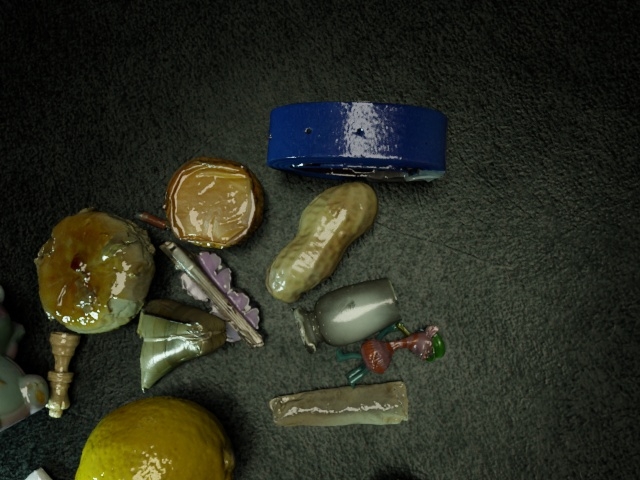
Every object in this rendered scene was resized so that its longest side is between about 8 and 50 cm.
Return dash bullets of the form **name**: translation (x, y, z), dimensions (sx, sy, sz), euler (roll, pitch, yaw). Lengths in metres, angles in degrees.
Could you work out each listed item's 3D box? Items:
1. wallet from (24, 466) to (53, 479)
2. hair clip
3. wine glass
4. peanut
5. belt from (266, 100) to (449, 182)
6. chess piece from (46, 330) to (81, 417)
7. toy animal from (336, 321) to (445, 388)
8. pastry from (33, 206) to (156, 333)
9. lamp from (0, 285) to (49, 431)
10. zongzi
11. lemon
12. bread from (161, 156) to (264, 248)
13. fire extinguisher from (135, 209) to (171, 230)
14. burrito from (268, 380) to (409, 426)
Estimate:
- **wallet**: translation (-0.535, 0.553, 1.328), dimensions (0.190, 0.033, 0.095), euler (45, 89, 7)
- **hair clip**: translation (-0.212, 0.102, 1.342), dimensions (0.106, 0.084, 0.292), euler (-41, 88, -6)
- **wine glass**: translation (0.054, 0.146, 1.300), dimensions (0.204, 0.111, 0.111), euler (-19, 83, 2)
- **peanut**: translation (0.000, 0.000, 1.314), dimensions (0.130, 0.130, 0.290), euler (37, 85, 6)
- **belt**: translation (0.071, -0.185, 1.288), dimensions (0.347, 0.212, 0.117), euler (2, 83, 7)
- **chess piece**: translation (-0.528, 0.273, 1.349), dimensions (0.060, 0.060, 0.172), euler (6, 84, 4)
- **toy animal**: translation (0.136, 0.215, 1.308), dimensions (0.208, 0.100, 0.103), euler (-22, 43, 2)
- **pastry**: translation (-0.450, 0.064, 1.310), dimensions (0.257, 0.121, 0.236), euler (-47, 67, 6)
- **lamp**: translation (-0.696, 0.240, 1.301), dimensions (0.247, 0.247, 0.301), euler (-29, 89, 39)
- **zongzi**: translation (-0.280, 0.223, 1.305), dimensions (0.194, 0.099, 0.197), euler (9, 92, 34)
- **lemon**: translation (-0.299, 0.421, 1.216), dimensions (0.293, 0.293, 0.293), euler (0, 84, 3)
- **bread**: translation (-0.210, -0.075, 1.347), dimensions (0.199, 0.104, 0.199), euler (0, 87, 6)
- **fire extinguisher**: translation (-0.345, -0.042, 1.390), dimensions (0.083, 0.022, 0.028), euler (21, 55, 5)
- **burrito**: translation (0.036, 0.330, 1.309), dimensions (0.275, 0.059, 0.082), euler (-6, 71, 1)
